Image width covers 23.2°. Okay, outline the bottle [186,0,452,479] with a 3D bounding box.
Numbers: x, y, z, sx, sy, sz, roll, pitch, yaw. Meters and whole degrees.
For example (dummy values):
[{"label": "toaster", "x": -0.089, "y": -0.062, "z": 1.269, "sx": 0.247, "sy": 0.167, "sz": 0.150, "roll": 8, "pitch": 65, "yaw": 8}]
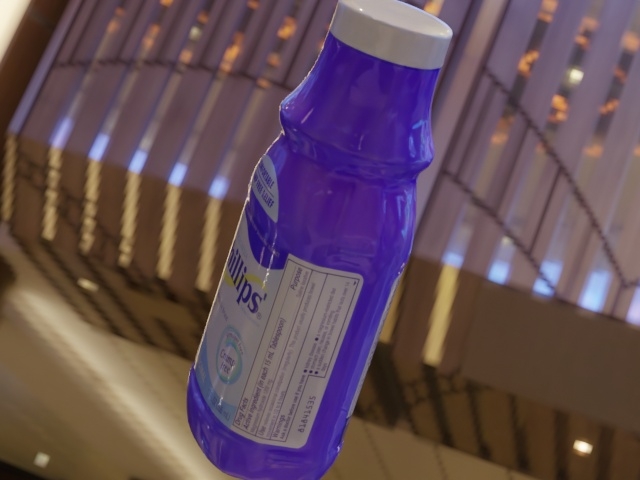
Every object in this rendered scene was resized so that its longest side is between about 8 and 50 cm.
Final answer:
[{"label": "bottle", "x": 0.000, "y": 0.000, "z": 0.900, "sx": 0.092, "sy": 0.283, "sz": 0.118, "roll": 10, "pitch": 23, "yaw": -20}]
